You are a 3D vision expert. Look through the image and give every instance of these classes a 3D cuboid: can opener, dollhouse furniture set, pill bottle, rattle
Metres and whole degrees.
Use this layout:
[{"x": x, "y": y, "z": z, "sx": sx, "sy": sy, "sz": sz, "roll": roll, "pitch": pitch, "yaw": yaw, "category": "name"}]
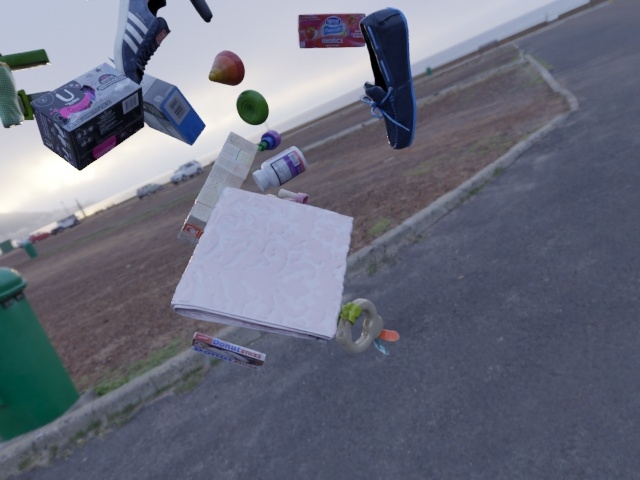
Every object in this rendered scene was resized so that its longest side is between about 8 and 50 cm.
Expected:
[{"x": -0.345, "y": -0.672, "z": 1.331, "sx": 0.073, "sy": 0.186, "sz": 0.059, "roll": -32, "pitch": 6, "yaw": -10, "category": "can opener"}, {"x": -0.841, "y": -0.440, "z": 1.432, "sx": 0.151, "sy": 0.197, "sz": 0.301, "roll": -17, "pitch": 22, "yaw": -20, "category": "dollhouse furniture set"}, {"x": -0.156, "y": -0.268, "z": 1.900, "sx": 0.193, "sy": 0.108, "sz": 0.108, "roll": -32, "pitch": 16, "yaw": -13, "category": "pill bottle"}, {"x": 0.075, "y": 0.201, "z": 1.165, "sx": 0.143, "sy": 0.130, "sz": 0.200, "roll": -9, "pitch": -18, "yaw": 35, "category": "rattle"}]

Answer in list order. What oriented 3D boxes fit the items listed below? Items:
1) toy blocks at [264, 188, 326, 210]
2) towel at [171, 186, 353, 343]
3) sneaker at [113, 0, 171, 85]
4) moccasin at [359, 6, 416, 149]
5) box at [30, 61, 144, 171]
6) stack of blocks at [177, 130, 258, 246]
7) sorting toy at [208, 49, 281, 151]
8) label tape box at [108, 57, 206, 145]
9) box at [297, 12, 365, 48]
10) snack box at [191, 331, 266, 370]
[{"x": -0.127, "y": -0.021, "z": 1.932, "sx": 0.260, "sy": 0.288, "sz": 0.309, "roll": 21, "pitch": 21, "yaw": 21, "category": "toy blocks"}, {"x": -0.101, "y": 0.042, "z": 1.038, "sx": 0.317, "sy": 0.053, "sz": 0.332, "roll": 13, "pitch": 48, "yaw": 0, "category": "towel"}, {"x": -0.545, "y": -0.620, "z": 1.554, "sx": 0.148, "sy": 0.350, "sz": 0.131, "roll": 1, "pitch": -5, "yaw": -4, "category": "sneaker"}, {"x": 0.155, "y": -0.390, "z": 1.245, "sx": 0.117, "sy": 0.342, "sz": 0.138, "roll": -18, "pitch": 24, "yaw": -12, "category": "moccasin"}, {"x": -0.621, "y": -0.341, "z": 1.356, "sx": 0.247, "sy": 0.142, "sz": 0.163, "roll": -51, "pitch": -9, "yaw": -35, "category": "box"}, {"x": -0.272, "y": -0.121, "z": 1.320, "sx": 0.171, "sy": 0.087, "sz": 0.297, "roll": -45, "pitch": 23, "yaw": 51, "category": "stack of blocks"}, {"x": -0.269, "y": -0.454, "z": 1.691, "sx": 0.127, "sy": 0.365, "sz": 0.126, "roll": -19, "pitch": 21, "yaw": 34, "category": "sorting toy"}, {"x": -0.606, "y": -0.491, "z": 1.784, "sx": 0.334, "sy": 0.240, "sz": 0.106, "roll": 26, "pitch": 76, "yaw": 22, "category": "label tape box"}, {"x": 0.039, "y": -0.807, "z": 1.918, "sx": 0.257, "sy": 0.122, "sz": 0.128, "roll": -3, "pitch": 25, "yaw": -4, "category": "box"}, {"x": -0.224, "y": 0.272, "z": 1.217, "sx": 0.064, "sy": 0.178, "sz": 0.022, "roll": 114, "pitch": 173, "yaw": -50, "category": "snack box"}]
